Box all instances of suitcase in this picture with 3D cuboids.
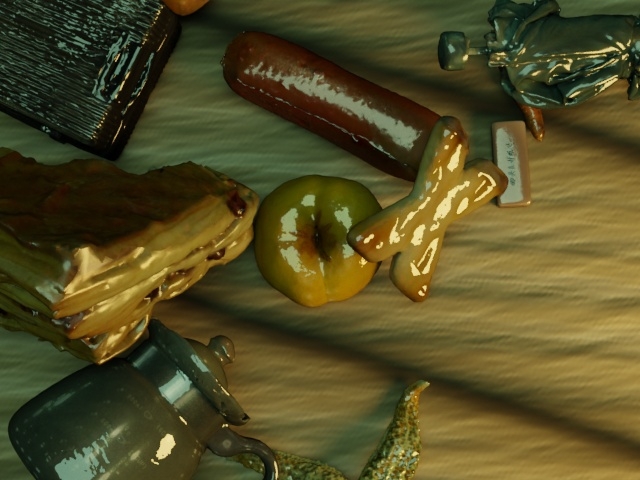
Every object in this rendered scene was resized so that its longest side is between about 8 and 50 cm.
[{"bbox_3d":[-0.378,-0.272,1.712,0.335,0.152,0.229,25,87,4],"label":"suitcase"}]

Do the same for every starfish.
[{"bbox_3d":[0.049,0.374,1.641,0.358,0.078,0.347,-32,85,0],"label":"starfish"}]

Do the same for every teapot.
[{"bbox_3d":[-0.192,0.245,1.596,0.285,0.223,0.305,-43,67,-9],"label":"teapot"}]

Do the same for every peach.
[{"bbox_3d":[0.000,0.000,1.671,0.179,0.103,0.179,-1,85,7],"label":"peach"}]

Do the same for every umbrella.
[{"bbox_3d":[0.320,-0.243,1.664,0.349,0.094,0.143,-3,70,-9],"label":"umbrella"}]

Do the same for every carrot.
[{"bbox_3d":[0.264,-0.209,1.710,0.036,0.035,0.165,-22,83,1],"label":"carrot"}]

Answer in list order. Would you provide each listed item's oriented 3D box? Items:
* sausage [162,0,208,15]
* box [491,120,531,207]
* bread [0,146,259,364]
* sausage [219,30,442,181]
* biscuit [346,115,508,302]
[{"bbox_3d":[-0.246,-0.391,1.743,0.238,0.098,0.098,36,87,9],"label":"sausage"},{"bbox_3d":[0.252,-0.101,1.703,0.048,0.025,0.115,-3,83,5],"label":"box"},{"bbox_3d":[-0.294,0.004,1.600,0.314,0.370,0.191,23,123,27],"label":"bread"},{"bbox_3d":[0.023,-0.178,1.695,0.330,0.102,0.102,28,86,7],"label":"sausage"},{"bbox_3d":[0.137,-0.039,1.628,0.208,0.164,0.047,-52,39,-4],"label":"biscuit"}]
